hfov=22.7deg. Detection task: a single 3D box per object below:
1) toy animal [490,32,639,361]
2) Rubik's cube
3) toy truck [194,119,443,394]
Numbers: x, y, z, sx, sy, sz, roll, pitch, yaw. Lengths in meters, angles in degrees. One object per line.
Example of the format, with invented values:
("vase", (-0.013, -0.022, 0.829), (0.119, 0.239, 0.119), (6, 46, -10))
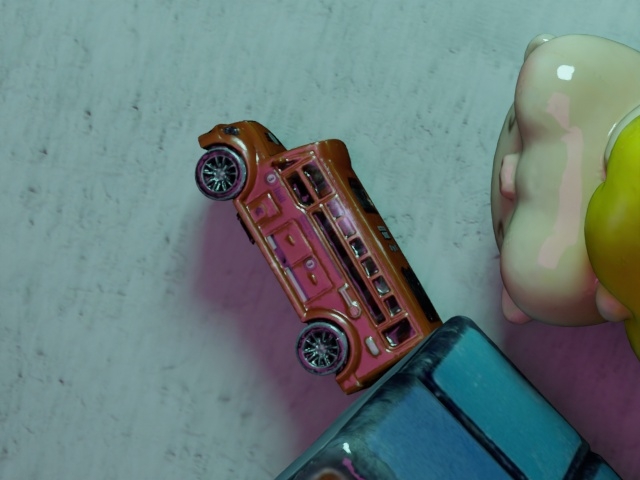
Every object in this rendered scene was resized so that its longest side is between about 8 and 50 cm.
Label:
("toy animal", (0.232, -0.077, 1.202), (0.247, 0.277, 0.345), (24, 99, 29))
("Rubik's cube", (0.066, 0.290, 1.172), (0.318, 0.316, 0.313), (47, 114, 3))
("toy truck", (0.000, 0.000, 1.339), (0.114, 0.107, 0.252), (-31, 83, 13))
